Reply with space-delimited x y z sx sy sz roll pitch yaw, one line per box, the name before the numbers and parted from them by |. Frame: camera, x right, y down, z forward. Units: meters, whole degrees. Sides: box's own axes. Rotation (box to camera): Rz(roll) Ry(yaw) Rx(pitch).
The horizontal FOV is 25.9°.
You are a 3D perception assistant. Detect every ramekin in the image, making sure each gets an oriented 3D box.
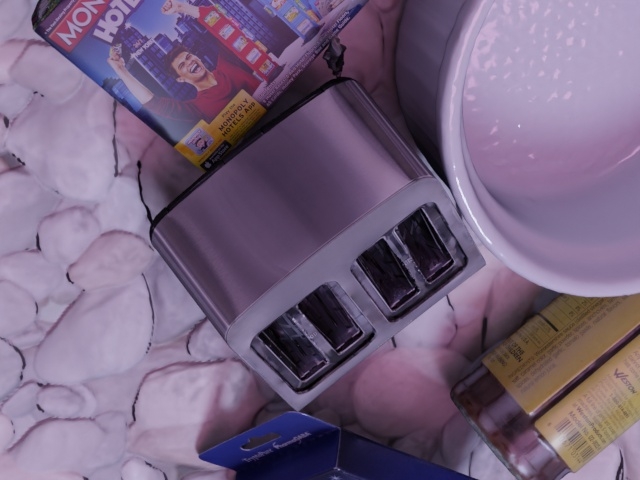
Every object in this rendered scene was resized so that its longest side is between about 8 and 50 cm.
ramekin | 0.183 -0.115 0.917 0.277 0.135 0.277 -8 115 -17

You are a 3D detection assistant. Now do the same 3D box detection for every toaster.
toaster | 0.000 0.000 0.883 0.168 0.110 0.185 -38 146 -1

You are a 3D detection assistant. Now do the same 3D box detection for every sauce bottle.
sauce bottle | 0.258 0.045 1.028 0.344 0.111 0.111 -38 120 1

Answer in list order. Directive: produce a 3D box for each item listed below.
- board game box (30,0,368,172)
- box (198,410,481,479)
board game box | -0.077 -0.175 0.840 0.194 0.060 0.194 -46 119 5
box | 0.034 0.187 1.010 0.225 0.036 0.136 25 146 -26
